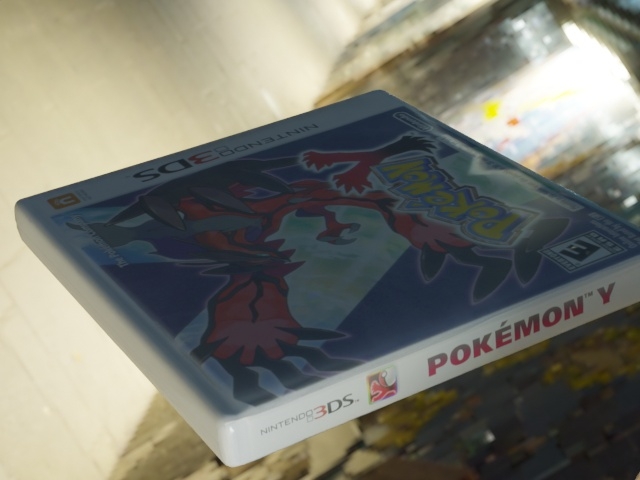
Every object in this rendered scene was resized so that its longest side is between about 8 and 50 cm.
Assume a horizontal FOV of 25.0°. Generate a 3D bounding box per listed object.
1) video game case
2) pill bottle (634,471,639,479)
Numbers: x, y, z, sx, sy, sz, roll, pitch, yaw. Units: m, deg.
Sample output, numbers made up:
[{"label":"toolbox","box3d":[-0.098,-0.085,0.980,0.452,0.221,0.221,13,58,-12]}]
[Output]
[{"label":"video game case","box3d":[0.000,0.000,0.561,0.201,0.183,0.023,37,-40,52]},{"label":"pill bottle","box3d":[0.156,0.192,0.426,0.229,0.407,0.229,31,2,-1]}]
